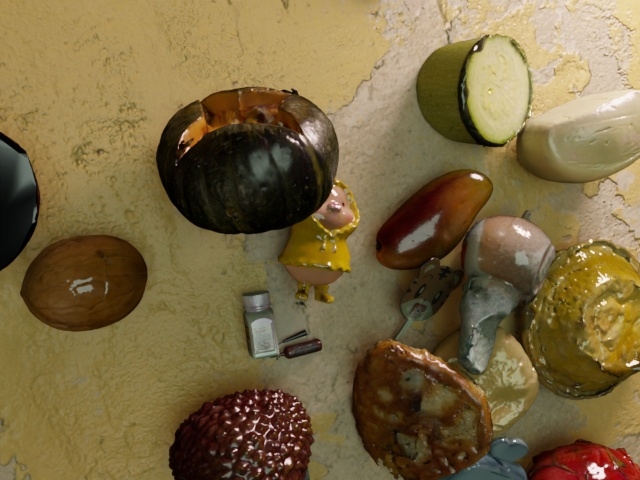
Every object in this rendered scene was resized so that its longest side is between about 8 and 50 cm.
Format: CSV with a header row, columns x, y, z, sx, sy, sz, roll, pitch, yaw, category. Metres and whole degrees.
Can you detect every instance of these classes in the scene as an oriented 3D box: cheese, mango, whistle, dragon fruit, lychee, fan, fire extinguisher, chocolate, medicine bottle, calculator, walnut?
x,y,z,sx,sy,sz,roll,pitch,yaw,category
0.312,0.283,1.398,0.226,0.117,0.214,-36,96,-4,cheese
0.219,-0.036,1.347,0.267,0.111,0.133,-39,93,-5,mango
0.325,0.086,1.335,0.189,0.189,0.348,32,72,-14,whistle
0.541,0.525,1.414,0.252,0.241,0.241,15,91,7,dragon fruit
-0.127,0.383,1.246,0.271,0.271,0.272,-1,95,-13,lychee
0.190,0.137,1.373,0.152,0.008,0.227,21,107,-48,fan
-0.048,0.201,1.345,0.100,0.032,0.046,-11,108,-18,fire extinguisher
-0.574,-0.074,1.119,0.283,0.186,0.284,-1,101,-6,chocolate
-0.114,0.155,1.303,0.054,0.074,0.118,-8,97,-12,medicine bottle
0.313,0.517,1.411,0.188,0.042,0.303,22,111,-18,calculator
-0.397,0.072,1.181,0.207,0.167,0.168,-11,97,-21,walnut

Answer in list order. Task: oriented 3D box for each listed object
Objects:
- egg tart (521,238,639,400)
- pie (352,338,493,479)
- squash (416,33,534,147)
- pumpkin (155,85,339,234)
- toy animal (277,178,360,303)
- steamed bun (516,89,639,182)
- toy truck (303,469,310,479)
x,y,z,sx,sy,sz,roll,pitch,yaw,category
0.575,0.163,1.424,0.345,0.132,0.346,0,89,-20,egg tart
0.191,0.330,1.327,0.308,0.085,0.308,6,109,18,pie
0.313,-0.288,1.368,0.220,0.133,0.220,-3,95,-29,squash
-0.120,-0.136,1.166,0.320,0.320,0.192,-13,123,-12,pumpkin
-0.004,-0.001,1.291,0.156,0.156,0.230,9,82,-14,toy animal
0.524,-0.194,1.361,0.250,0.200,0.155,-25,101,-7,steamed bun
-0.041,0.440,1.370,0.032,0.024,0.083,-14,98,-8,toy truck
